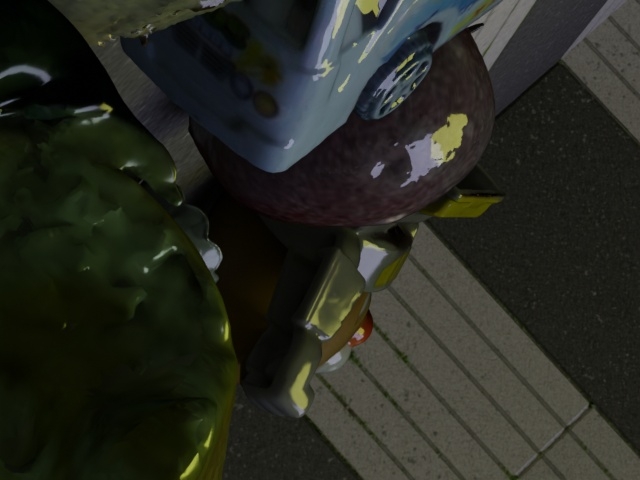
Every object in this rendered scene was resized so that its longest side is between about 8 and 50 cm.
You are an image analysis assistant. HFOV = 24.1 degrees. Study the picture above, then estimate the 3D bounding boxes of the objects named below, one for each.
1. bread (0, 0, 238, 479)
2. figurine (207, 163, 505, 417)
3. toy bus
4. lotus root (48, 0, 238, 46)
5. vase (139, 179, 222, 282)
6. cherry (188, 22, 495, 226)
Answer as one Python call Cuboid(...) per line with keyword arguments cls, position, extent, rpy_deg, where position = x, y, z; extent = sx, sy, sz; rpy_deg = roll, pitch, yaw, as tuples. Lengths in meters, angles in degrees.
Cuboid(cls="bread", position=(-0.144, 0.061, 0.478), extent=(0.251, 0.208, 0.376), rpy_deg=(-37, 178, -12))
Cuboid(cls="figurine", position=(-0.001, -0.001, 1.175), extent=(0.285, 0.167, 0.342), rpy_deg=(-47, 178, 21))
Cuboid(cls="toy bus", position=(0.063, -0.165, 0.663), extent=(0.329, 0.109, 0.136), rpy_deg=(-39, 165, -35))
Cuboid(cls="lotus root", position=(-0.040, -0.111, 0.476), extent=(0.144, 0.070, 0.143), rpy_deg=(-44, 174, 29))
Cuboid(cls="vase", position=(-0.140, 0.029, 0.913), extent=(0.148, 0.081, 0.081), rpy_deg=(-34, 171, -35))
Cuboid(cls="cherry", position=(0.017, -0.074, 0.851), extent=(0.176, 0.140, 0.176), rpy_deg=(-31, -174, 4))
